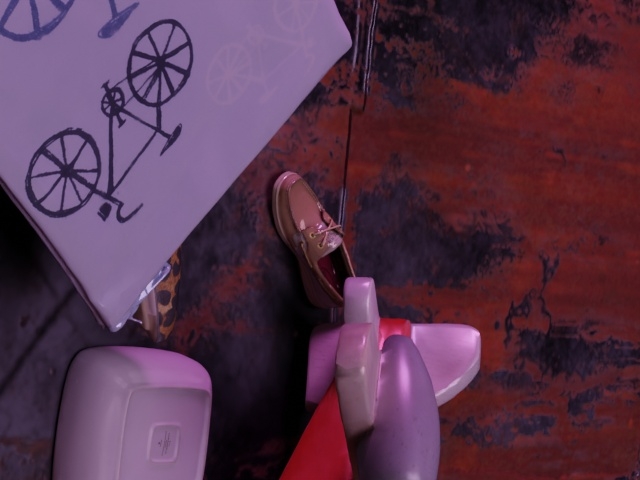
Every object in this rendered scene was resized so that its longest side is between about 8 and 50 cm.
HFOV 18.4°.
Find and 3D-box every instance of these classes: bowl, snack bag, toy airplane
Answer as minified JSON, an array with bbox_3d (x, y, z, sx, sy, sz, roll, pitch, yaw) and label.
[{"bbox_3d":[-0.140,0.158,1.560,0.142,0.053,0.142,8,91,-47],"label":"bowl"},{"bbox_3d":[-0.128,-0.155,1.382,0.323,0.037,0.342,-52,135,-22],"label":"snack bag"},{"bbox_3d":[0.057,0.226,1.614,0.386,0.272,0.384,-18,124,-66],"label":"toy airplane"}]

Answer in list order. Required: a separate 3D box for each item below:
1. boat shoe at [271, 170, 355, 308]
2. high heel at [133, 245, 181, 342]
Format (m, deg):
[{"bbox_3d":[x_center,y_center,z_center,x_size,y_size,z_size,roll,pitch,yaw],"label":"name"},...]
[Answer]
[{"bbox_3d":[0.000,0.000,1.696,0.050,0.045,0.135,-46,126,-34],"label":"boat shoe"},{"bbox_3d":[-0.097,-0.064,1.541,0.186,0.093,0.261,-17,98,-39],"label":"high heel"}]
